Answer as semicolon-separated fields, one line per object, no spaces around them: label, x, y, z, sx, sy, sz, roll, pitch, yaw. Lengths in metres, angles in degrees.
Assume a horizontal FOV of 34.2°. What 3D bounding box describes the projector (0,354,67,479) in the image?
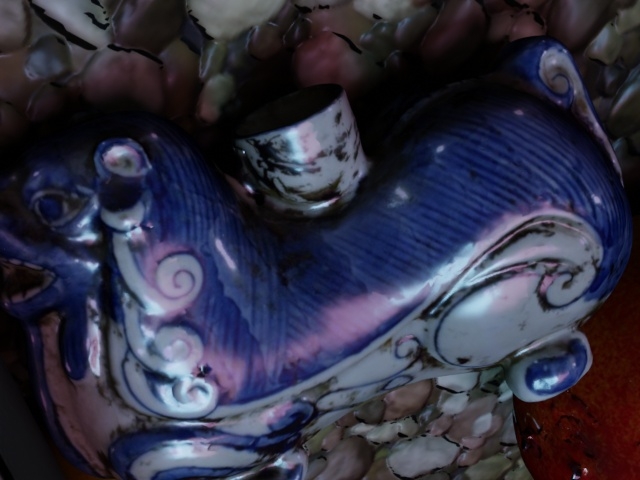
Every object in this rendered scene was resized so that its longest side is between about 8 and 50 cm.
projector;-0.171;0.112;0.364;0.163;0.177;0.242;-26;105;-10

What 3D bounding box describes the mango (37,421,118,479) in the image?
mango;-0.151;0.148;0.514;0.178;0.090;0.115;-9;115;-19

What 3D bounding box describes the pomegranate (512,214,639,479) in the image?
pomegranate;0.217;0.076;0.595;0.235;0.210;0.210;-45;140;-31

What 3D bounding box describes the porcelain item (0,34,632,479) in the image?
porcelain item;0.000;0.000;0.472;0.288;0.138;0.186;-23;115;-6
